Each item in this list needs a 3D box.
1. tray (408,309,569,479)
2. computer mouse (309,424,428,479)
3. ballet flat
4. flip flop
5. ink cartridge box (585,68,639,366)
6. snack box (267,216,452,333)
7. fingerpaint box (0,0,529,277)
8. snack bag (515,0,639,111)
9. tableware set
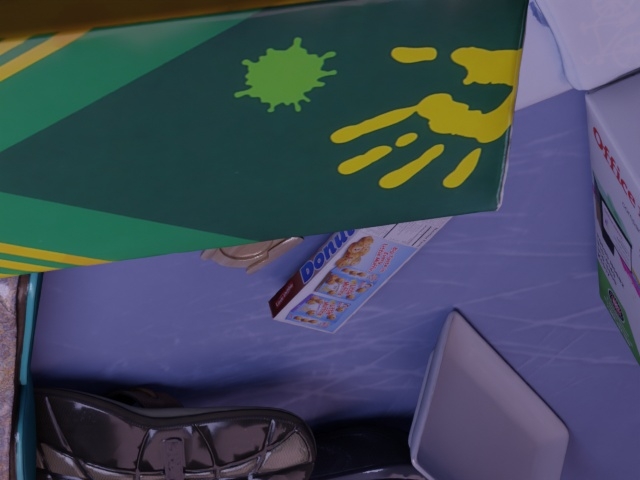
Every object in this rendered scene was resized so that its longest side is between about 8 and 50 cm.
[{"bbox_3d":[0.147,0.183,1.765,0.030,0.145,0.270,0,152,32],"label":"tray"},{"bbox_3d":[-0.003,0.213,1.810,0.272,0.072,0.188,-7,146,12],"label":"computer mouse"},{"bbox_3d":[-0.273,0.110,1.554,0.106,0.108,0.316,5,126,-4],"label":"ballet flat"},{"bbox_3d":[-0.142,0.169,1.687,0.277,0.080,0.112,1,111,-2],"label":"flip flop"},{"bbox_3d":[0.298,0.017,1.516,0.117,0.201,0.278,-21,143,-5],"label":"ink cartridge box"},{"bbox_3d":[0.035,0.011,1.557,0.064,0.022,0.178,15,134,-36],"label":"snack box"},{"bbox_3d":[-0.137,-0.201,0.915,0.371,0.445,0.163,-8,144,-7],"label":"fingerpaint box"},{"bbox_3d":[0.135,-0.194,1.343,0.342,0.037,0.323,-21,143,11],"label":"snack bag"},{"bbox_3d":[0.000,0.000,1.567,0.141,0.020,0.168,-37,136,28],"label":"tableware set"}]
